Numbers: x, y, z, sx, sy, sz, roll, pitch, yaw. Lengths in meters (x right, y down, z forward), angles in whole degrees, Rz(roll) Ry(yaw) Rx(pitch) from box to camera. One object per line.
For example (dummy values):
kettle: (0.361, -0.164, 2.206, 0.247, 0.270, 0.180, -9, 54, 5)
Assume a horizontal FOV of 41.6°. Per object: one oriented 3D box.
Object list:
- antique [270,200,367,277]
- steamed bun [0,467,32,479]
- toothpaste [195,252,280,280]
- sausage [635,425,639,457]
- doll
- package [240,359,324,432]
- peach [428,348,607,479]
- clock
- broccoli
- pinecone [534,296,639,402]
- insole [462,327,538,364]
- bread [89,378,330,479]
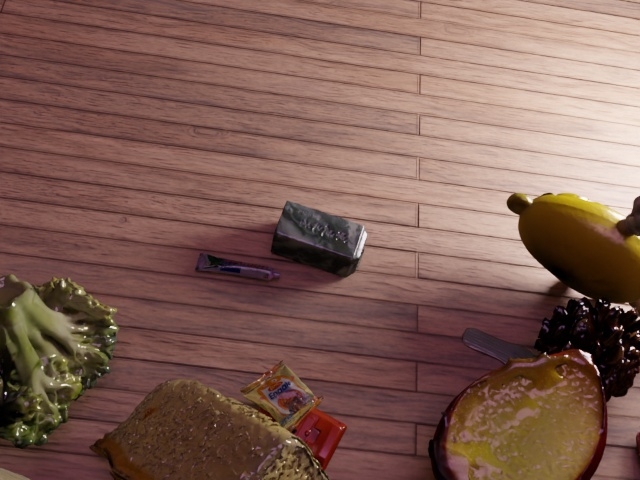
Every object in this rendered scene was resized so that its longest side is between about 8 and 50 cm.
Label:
antique: (0.000, 0.000, 1.713, 0.182, 0.086, 0.088, 18, 59, 2)
steamed bun: (-0.516, 0.480, 1.258, 0.290, 0.273, 0.272, 24, 74, 14)
toothpaste: (-0.164, 0.056, 1.689, 0.169, 0.028, 0.045, 10, 52, 1)
sausage: (0.628, 0.418, 1.590, 0.050, 0.048, 0.146, 4, 57, -13)
doll: (0.591, 0.048, 1.641, 0.423, 0.348, 0.161, 51, 60, -21)
package: (-0.067, 0.280, 1.510, 0.120, 0.031, 0.108, 38, 49, 26)
peach: (0.356, 0.351, 1.487, 0.257, 0.201, 0.362, 36, 72, 23)
clock: (-0.042, 0.343, 1.519, 0.155, 0.061, 0.113, 26, 57, 9)
broccoli: (-0.508, 0.179, 1.408, 0.347, 0.281, 0.293, -15, 51, -15)
pinecone: (0.511, 0.208, 1.607, 0.221, 0.221, 0.222, 4, 59, -7)
insole: (0.372, 0.226, 1.685, 0.188, 0.004, 0.064, 25, 58, 6)
bread: (-0.175, 0.408, 1.428, 0.315, 0.279, 0.248, 16, 58, 47)
